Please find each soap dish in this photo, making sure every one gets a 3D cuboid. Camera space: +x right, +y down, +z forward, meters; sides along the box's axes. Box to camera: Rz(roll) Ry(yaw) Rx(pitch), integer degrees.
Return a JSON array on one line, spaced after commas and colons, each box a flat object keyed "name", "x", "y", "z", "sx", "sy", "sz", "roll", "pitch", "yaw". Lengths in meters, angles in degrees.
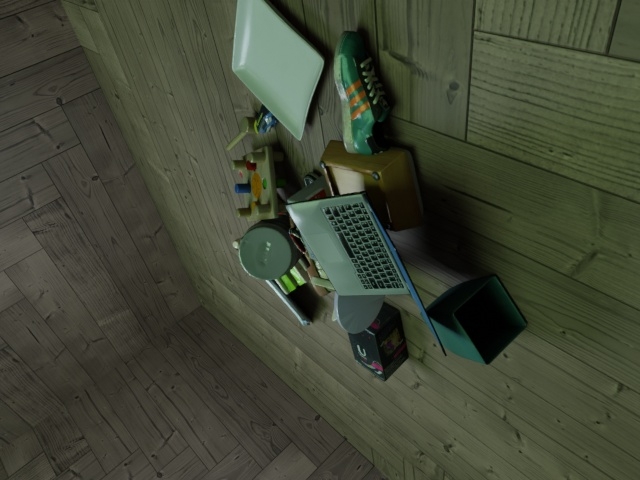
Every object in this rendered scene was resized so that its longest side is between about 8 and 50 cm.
[{"name": "soap dish", "x": 0.135, "y": -0.152, "z": 1.388, "sx": 0.290, "sy": 0.118, "sz": 0.229, "roll": 21, "pitch": 140, "yaw": 47}]

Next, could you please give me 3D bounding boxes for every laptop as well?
[{"name": "laptop", "x": 0.109, "y": 0.091, "z": 1.326, "sx": 0.407, "sy": 0.236, "sz": 0.382, "roll": -5, "pitch": 129, "yaw": 33}]

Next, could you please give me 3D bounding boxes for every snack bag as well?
[{"name": "snack bag", "x": -0.166, "y": 0.275, "z": 2.364, "sx": 0.323, "sy": 0.037, "sz": 0.342, "roll": 48, "pitch": 176, "yaw": 10}]

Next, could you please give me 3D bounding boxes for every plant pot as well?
[{"name": "plant pot", "x": 0.395, "y": 0.213, "z": 1.375, "sx": 0.165, "sy": 0.165, "sz": 0.234, "roll": 56, "pitch": 161, "yaw": -6}]

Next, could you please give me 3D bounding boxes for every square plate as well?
[{"name": "square plate", "x": -0.127, "y": -0.515, "z": 1.453, "sx": 0.344, "sy": 0.049, "sz": 0.347, "roll": 47, "pitch": 153, "yaw": 11}]

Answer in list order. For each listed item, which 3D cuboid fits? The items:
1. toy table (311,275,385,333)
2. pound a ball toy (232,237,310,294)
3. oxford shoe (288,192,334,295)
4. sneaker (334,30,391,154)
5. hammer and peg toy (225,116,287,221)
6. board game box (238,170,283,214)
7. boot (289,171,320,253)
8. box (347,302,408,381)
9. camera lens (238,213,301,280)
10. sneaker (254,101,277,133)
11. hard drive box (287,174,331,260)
[{"name": "toy table", "x": 0.111, "y": 0.166, "z": 1.715, "sx": 0.252, "sy": 0.274, "sz": 0.161, "roll": 27, "pitch": 175, "yaw": -23}, {"name": "pound a ball toy", "x": -0.197, "y": 0.074, "z": 2.153, "sx": 0.208, "sy": 0.136, "sz": 0.319, "roll": -34, "pitch": 94, "yaw": 28}, {"name": "oxford shoe", "x": 0.000, "y": 0.000, "z": 1.830, "sx": 0.146, "sy": 0.140, "sz": 0.397, "roll": -19, "pitch": 100, "yaw": 20}, {"name": "sneaker", "x": 0.115, "y": -0.353, "z": 1.214, "sx": 0.121, "sy": 0.108, "sz": 0.302, "roll": 10, "pitch": 128, "yaw": 29}, {"name": "hammer and peg toy", "x": -0.231, "y": -0.254, "z": 1.827, "sx": 0.266, "sy": 0.127, "sz": 0.362, "roll": -4, "pitch": 93, "yaw": 60}, {"name": "board game box", "x": -0.237, "y": -0.205, "z": 2.034, "sx": 0.259, "sy": 0.039, "sz": 0.124, "roll": 51, "pitch": 155, "yaw": -1}, {"name": "boot", "x": -0.035, "y": -0.090, "z": 1.672, "sx": 0.085, "sy": 0.178, "sz": 0.236, "roll": 11, "pitch": 133, "yaw": 54}, {"name": "box", "x": 0.209, "y": 0.365, "z": 1.871, "sx": 0.165, "sy": 0.143, "sz": 0.270, "roll": 25, "pitch": 142, "yaw": 43}, {"name": "camera lens", "x": -0.179, "y": 0.022, "z": 1.905, "sx": 0.219, "sy": 0.219, "sz": 0.274, "roll": 56, "pitch": -167, "yaw": -5}, {"name": "sneaker", "x": -0.170, "y": -0.413, "z": 1.653, "sx": 0.144, "sy": 0.059, "sz": 0.053, "roll": -50, "pitch": 51, "yaw": 46}, {"name": "hard drive box", "x": 0.019, "y": -0.072, "z": 1.607, "sx": 0.089, "sy": 0.181, "sz": 0.232, "roll": 18, "pitch": 138, "yaw": 49}]
